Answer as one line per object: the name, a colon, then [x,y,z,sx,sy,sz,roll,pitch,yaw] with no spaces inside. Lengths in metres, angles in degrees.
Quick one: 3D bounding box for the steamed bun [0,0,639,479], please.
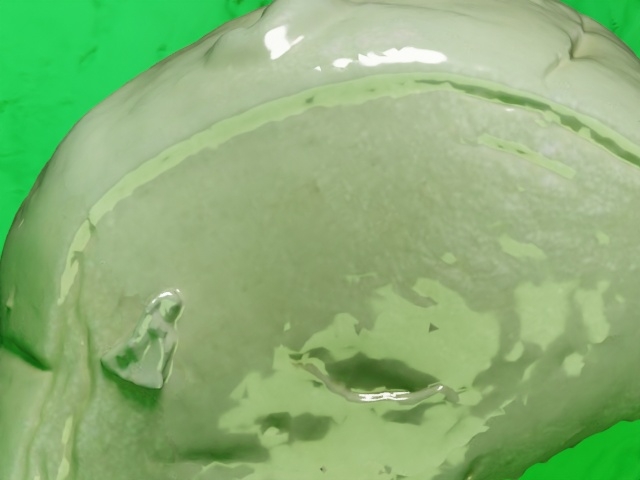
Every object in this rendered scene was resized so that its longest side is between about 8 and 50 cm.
steamed bun: [-0.005,-0.002,0.866,0.384,0.247,0.236,-23,104,7]
